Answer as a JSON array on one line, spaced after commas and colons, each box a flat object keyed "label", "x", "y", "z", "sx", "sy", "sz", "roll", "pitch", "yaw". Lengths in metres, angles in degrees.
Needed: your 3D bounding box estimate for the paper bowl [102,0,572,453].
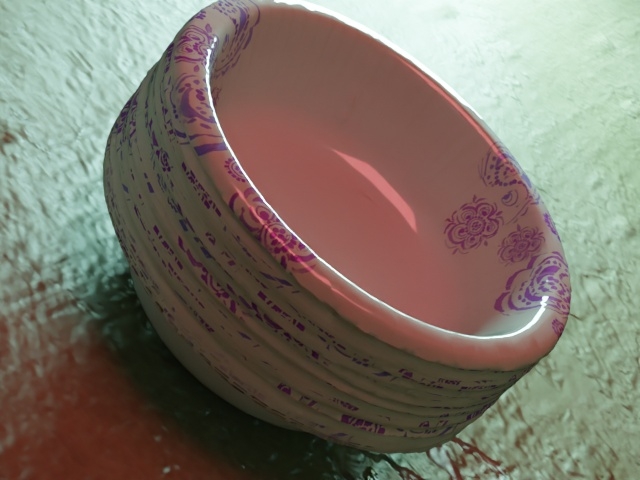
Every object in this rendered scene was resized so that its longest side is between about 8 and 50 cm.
[{"label": "paper bowl", "x": 0.000, "y": 0.000, "z": 0.903, "sx": 0.284, "sy": 0.148, "sz": 0.284, "roll": 27, "pitch": 35, "yaw": -21}]
